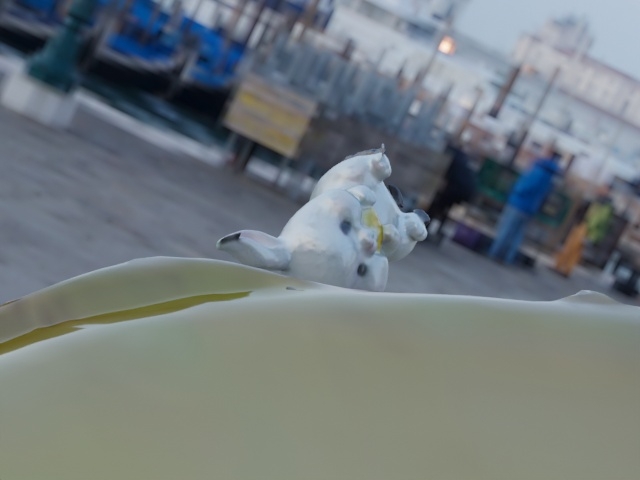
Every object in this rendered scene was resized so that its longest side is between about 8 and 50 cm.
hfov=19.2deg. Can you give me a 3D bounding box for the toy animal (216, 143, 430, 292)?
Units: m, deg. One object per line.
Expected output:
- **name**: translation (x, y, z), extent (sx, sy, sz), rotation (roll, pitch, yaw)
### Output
- **toy animal**: translation (0.006, -0.001, 1.064), extent (0.085, 0.071, 0.124), rotation (-5, 24, 22)

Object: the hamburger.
- **hamburger**: translation (0.037, 0.205, 0.325), extent (0.395, 0.277, 0.396), rotation (10, 28, -6)
